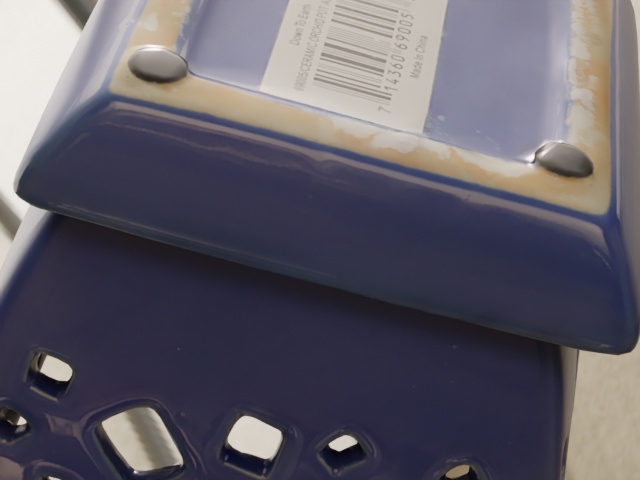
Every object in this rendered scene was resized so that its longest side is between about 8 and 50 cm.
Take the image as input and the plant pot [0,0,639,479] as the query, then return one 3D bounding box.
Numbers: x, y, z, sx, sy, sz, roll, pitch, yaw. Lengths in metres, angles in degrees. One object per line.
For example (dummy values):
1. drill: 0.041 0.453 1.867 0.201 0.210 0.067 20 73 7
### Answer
1. plant pot: 0.000 0.000 0.589 0.236 0.236 0.212 15 -50 -1
